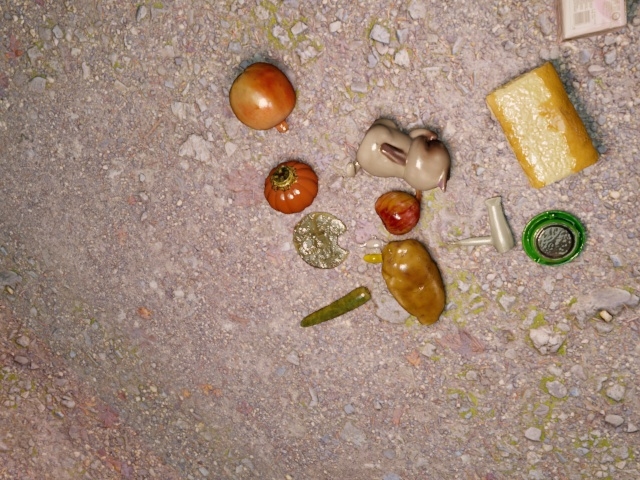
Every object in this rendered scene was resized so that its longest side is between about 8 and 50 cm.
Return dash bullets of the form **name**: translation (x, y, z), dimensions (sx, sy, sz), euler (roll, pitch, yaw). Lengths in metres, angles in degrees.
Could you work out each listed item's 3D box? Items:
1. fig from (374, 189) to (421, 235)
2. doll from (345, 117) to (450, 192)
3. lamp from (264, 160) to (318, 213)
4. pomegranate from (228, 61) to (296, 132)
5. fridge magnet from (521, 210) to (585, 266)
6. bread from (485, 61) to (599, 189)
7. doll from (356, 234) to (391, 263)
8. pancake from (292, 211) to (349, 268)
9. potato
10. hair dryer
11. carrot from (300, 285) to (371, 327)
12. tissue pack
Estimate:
- **fig**: translation (0.320, -0.122, 1.803), dimensions (0.207, 0.175, 0.175), euler (-29, 95, -6)
- **doll**: translation (0.295, -0.310, 1.723), dimensions (0.371, 0.215, 0.225), euler (13, 112, 12)
- **lamp**: translation (-0.115, -0.209, 1.877), dimensions (0.223, 0.196, 0.223), euler (-9, 63, 19)
- **pomegranate**: translation (-0.208, -0.526, 1.799), dimensions (0.229, 0.252, 0.270), euler (-29, 115, 29)
- **fridge magnet**: translation (0.833, -0.005, 1.708), dimensions (0.208, 0.088, 0.207), euler (4, 105, 15)
- **bread**: translation (0.741, -0.383, 1.598), dimensions (0.237, 0.165, 0.375), euler (-29, 93, 18)
- **doll**: translation (0.210, 0.037, 1.917), dimensions (0.135, 0.071, 0.113), euler (21, 101, 15)
- **pancake**: translation (0.000, 0.000, 1.981), dimensions (0.254, 0.037, 0.253), euler (4, 104, 16)
- **potato**: translation (0.368, 0.163, 1.848), dimensions (0.177, 0.195, 0.369), euler (-13, 111, 52)
- **hair dryer**: translation (0.588, -0.038, 1.797), dimensions (0.237, 0.075, 0.206), euler (-17, 92, 27)
- **carrot**: translation (0.056, 0.294, 2.024), dimensions (0.359, 0.074, 0.074), euler (-30, 94, 22)
- **tissue pack**: translation (0.842, -0.759, 1.492), dimensions (0.185, 0.124, 0.224), euler (-6, 102, 17)
